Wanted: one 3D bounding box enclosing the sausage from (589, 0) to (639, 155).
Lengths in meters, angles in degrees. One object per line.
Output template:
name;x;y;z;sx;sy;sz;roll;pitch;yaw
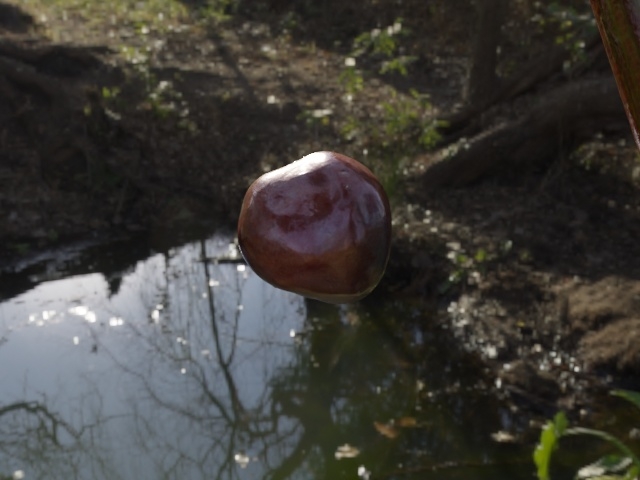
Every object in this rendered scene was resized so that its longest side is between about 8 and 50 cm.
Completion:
sausage;0.225;-0.023;0.509;0.082;0.372;0.082;-14;-8;-2

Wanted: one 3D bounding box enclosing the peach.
peach;0.000;0.000;0.869;0.152;0.152;0.152;0;21;0
